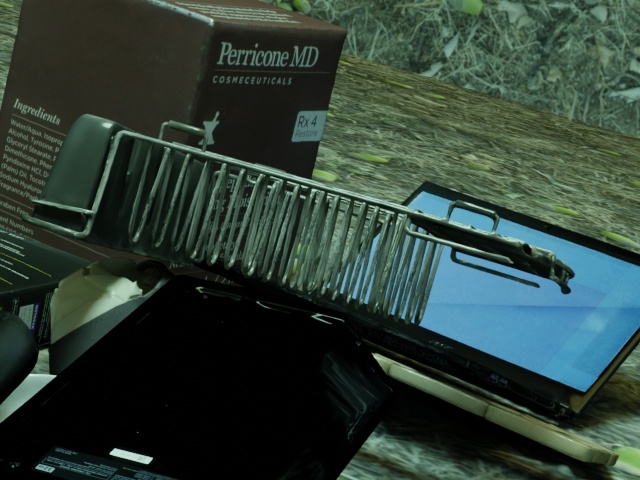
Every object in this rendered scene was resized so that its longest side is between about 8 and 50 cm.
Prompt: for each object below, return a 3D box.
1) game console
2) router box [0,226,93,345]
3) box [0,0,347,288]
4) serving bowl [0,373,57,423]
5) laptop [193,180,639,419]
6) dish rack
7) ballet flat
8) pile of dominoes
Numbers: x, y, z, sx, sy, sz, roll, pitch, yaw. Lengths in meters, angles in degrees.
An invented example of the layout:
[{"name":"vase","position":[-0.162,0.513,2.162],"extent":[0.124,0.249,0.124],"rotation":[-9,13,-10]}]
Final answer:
[{"name":"game console","position":[-0.158,0.060,0.774],"extent":[0.361,0.044,0.213],"rotation":[13,25,19]},{"name":"router box","position":[-0.238,0.016,0.988],"extent":[0.179,0.046,0.133],"rotation":[20,14,23]},{"name":"box","position":[-0.112,-0.076,1.161],"extent":[0.167,0.203,0.168],"rotation":[23,16,30]},{"name":"serving bowl","position":[-0.139,0.096,0.783],"extent":[0.083,0.027,0.083],"rotation":[3,25,-2]},{"name":"laptop","position":[0.081,0.015,1.097],"extent":[0.234,0.136,0.264],"rotation":[20,-4,34]},{"name":"dish rack","position":[0.000,0.000,0.889],"extent":[0.271,0.074,0.208],"rotation":[16,0,13]},{"name":"ballet flat","position":[-0.118,0.046,0.927],"extent":[0.074,0.074,0.203],"rotation":[16,10,8]},{"name":"pile of dominoes","position":[0.054,0.096,0.979],"extent":[0.251,0.040,0.196],"rotation":[22,-2,22]}]
